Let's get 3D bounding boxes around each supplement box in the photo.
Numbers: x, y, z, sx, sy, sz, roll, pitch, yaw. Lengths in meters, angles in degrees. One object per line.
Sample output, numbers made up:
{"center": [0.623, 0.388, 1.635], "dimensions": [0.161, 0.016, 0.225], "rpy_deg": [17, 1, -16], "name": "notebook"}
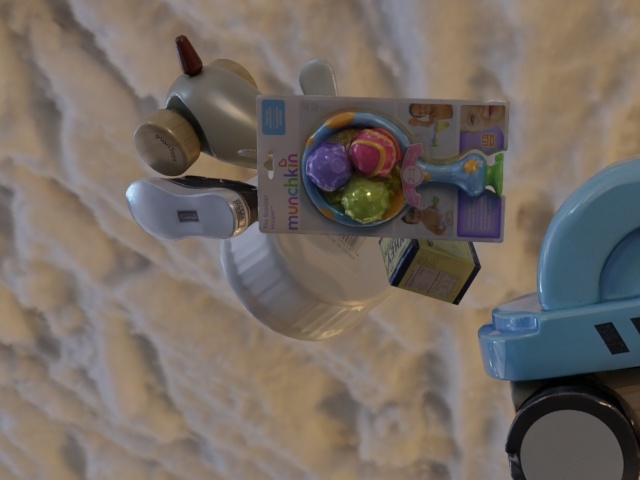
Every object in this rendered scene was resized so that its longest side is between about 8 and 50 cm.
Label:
{"center": [0.116, 0.015, 1.325], "dimensions": [0.083, 0.083, 0.056], "rpy_deg": [17, 121, -18], "name": "supplement box"}

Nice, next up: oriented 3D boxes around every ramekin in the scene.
{"center": [0.000, 0.000, 1.836], "dimensions": [0.277, 0.277, 0.135], "rpy_deg": [36, 147, -12], "name": "ramekin"}

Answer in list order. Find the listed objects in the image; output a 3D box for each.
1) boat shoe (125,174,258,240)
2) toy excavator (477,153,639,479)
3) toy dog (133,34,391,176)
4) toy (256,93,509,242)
{"center": [-0.149, -0.047, 1.509], "dimensions": [0.228, 0.076, 0.080], "rpy_deg": [2, 109, 48], "name": "boat shoe"}
{"center": [0.321, -0.037, 0.992], "dimensions": [0.433, 0.222, 0.445], "rpy_deg": [-12, 94, 18], "name": "toy excavator"}
{"center": [-0.065, -0.154, 1.466], "dimensions": [0.333, 0.220, 0.161], "rpy_deg": [4, 136, 12], "name": "toy dog"}
{"center": [0.055, -0.063, 1.148], "dimensions": [0.237, 0.056, 0.137], "rpy_deg": [2, 105, 5], "name": "toy"}
